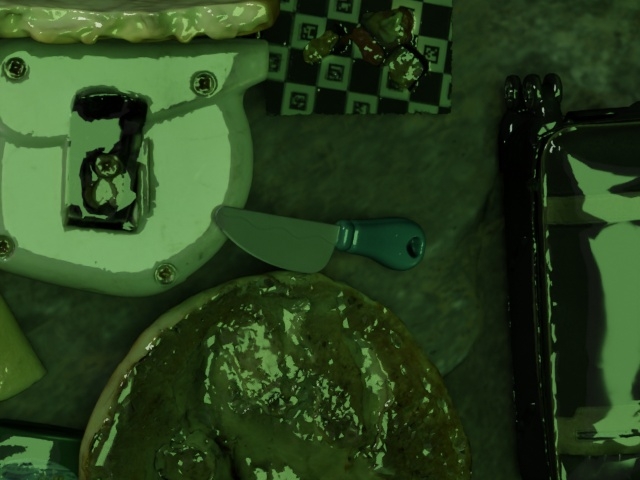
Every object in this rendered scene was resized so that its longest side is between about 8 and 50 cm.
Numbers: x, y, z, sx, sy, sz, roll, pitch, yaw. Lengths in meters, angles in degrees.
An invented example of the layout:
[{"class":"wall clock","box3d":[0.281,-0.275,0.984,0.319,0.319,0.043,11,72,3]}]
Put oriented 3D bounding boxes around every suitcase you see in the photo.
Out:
[{"class":"suitcase","box3d":[0.318,0.054,1.860,0.283,0.194,0.434,-4,97,-11]}]

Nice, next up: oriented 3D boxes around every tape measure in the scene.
[{"class":"tape measure","box3d":[-0.182,-0.082,1.774,0.258,0.130,0.265,0,95,-14]}]

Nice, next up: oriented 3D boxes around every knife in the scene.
[{"class":"knife","box3d":[0.000,0.002,1.817,0.244,0.032,0.058,2,100,-39]}]

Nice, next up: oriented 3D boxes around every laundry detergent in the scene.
[{"class":"laundry detergent","box3d":[-0.281,0.272,1.815,0.137,0.063,0.211,11,94,-19]}]

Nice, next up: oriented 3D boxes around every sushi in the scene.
[{"class":"sushi","box3d":[0.028,-0.186,1.852,0.201,0.031,0.139,-2,96,-24]}]

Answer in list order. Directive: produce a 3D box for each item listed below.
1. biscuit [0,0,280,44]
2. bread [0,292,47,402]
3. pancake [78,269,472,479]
[{"class":"biscuit","box3d":[-0.183,-0.208,1.723,0.309,0.204,0.040,2,109,5]},{"class":"bread","box3d":[-0.346,0.080,1.785,0.139,0.060,0.178,-31,100,-8]},{"class":"pancake","box3d":[-0.042,0.212,1.844,0.387,0.082,0.387,-3,99,-21]}]
